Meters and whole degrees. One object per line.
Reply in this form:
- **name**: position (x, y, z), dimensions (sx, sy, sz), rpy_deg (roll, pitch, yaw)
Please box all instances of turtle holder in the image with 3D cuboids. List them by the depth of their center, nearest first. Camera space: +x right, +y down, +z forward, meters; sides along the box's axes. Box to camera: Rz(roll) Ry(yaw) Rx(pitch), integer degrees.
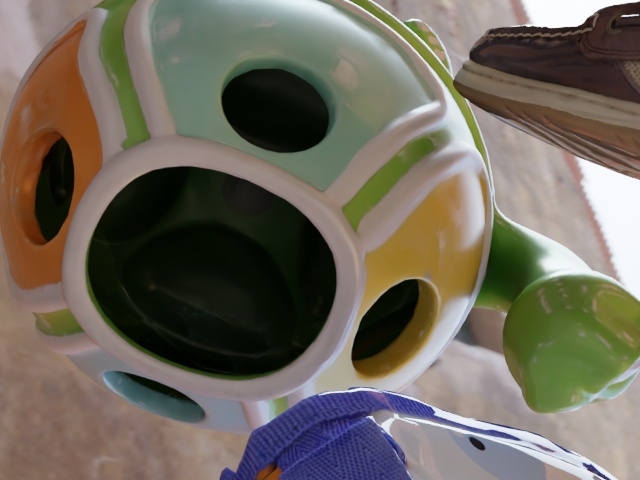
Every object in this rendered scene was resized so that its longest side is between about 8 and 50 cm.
- **turtle holder**: position (-0.018, 0.008, 0.968), dimensions (0.243, 0.227, 0.320), rpy_deg (-42, -81, 13)

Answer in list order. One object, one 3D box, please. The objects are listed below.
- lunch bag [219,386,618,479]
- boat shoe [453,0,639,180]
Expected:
- **lunch bag**: position (0.122, 0.255, 0.666), dimensions (0.239, 0.385, 0.328), rpy_deg (-36, -137, -2)
- **boat shoe**: position (0.172, -0.071, 0.820), dimensions (0.285, 0.103, 0.092), rpy_deg (17, -94, 55)
